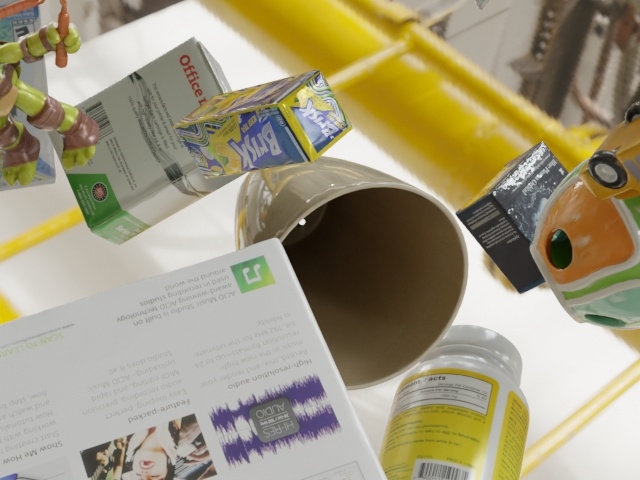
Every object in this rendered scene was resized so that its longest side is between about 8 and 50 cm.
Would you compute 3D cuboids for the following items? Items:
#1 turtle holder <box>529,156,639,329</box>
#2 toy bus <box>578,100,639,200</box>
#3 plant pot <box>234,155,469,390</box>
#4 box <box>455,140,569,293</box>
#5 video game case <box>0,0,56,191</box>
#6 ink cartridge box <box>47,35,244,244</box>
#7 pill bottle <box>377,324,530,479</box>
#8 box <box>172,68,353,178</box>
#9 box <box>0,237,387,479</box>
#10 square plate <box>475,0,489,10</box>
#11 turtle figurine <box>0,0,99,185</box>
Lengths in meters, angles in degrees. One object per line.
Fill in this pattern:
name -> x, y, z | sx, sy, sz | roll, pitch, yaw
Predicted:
turtle holder -> 0.411, 0.000, 1.693 | 0.227, 0.320, 0.243 | -33, -95, 14
toy bus -> 0.430, -0.111, 1.383 | 0.130, 0.108, 0.333 | 45, -28, -7
plant pot -> 0.000, 0.000, 1.527 | 0.274, 0.256, 0.256 | -132, -152, -57
box -> 0.313, -0.034, 1.890 | 0.158, 0.156, 0.093 | 50, -36, -4
video game case -> -0.527, -0.180, 1.697 | 0.036, 0.329, 0.300 | -120, -154, -48
ink cartridge box -> -0.189, -0.113, 1.474 | 0.153, 0.208, 0.087 | 65, 9, 20
pill bottle -> 0.175, 0.279, 1.688 | 0.188, 0.334, 0.188 | 10, -44, 10
box -> -0.051, -0.094, 1.064 | 0.169, 0.054, 0.059 | -4, -58, 55
box -> -0.074, 0.166, 0.657 | 0.058, 0.232, 0.322 | 91, -21, -54
square plate -> 0.213, -0.436, 1.139 | 0.049, 0.344, 0.347 | 17, -28, -12
turtle figurine -> -0.320, -0.135, 1.189 | 0.217, 0.269, 0.087 | 51, 16, -54
